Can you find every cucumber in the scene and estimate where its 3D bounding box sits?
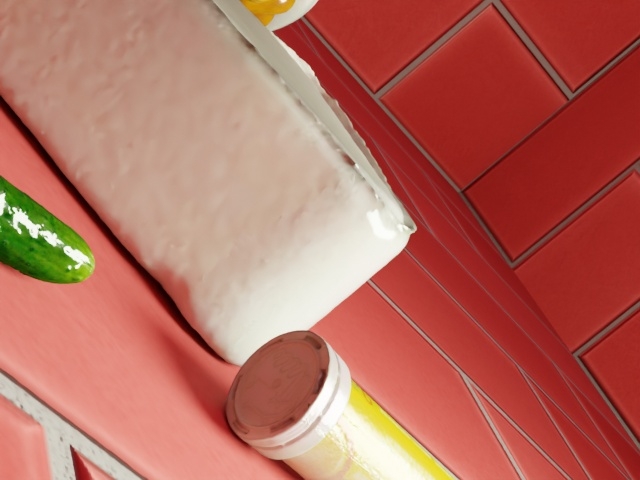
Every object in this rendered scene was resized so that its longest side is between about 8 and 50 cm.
[{"bbox_3d":[-0.161,-0.019,0.679,0.155,0.037,0.037,43,11,-47],"label":"cucumber"}]

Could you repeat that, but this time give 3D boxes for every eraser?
[{"bbox_3d":[-0.074,-0.067,0.970,0.331,0.150,0.331,47,6,-7],"label":"eraser"}]

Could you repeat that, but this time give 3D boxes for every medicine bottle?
[{"bbox_3d":[0.036,0.142,0.884,0.218,0.074,0.074,45,10,-36],"label":"medicine bottle"}]

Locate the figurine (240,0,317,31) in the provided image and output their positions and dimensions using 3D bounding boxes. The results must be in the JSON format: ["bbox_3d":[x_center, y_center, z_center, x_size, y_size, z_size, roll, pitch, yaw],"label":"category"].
[{"bbox_3d":[-0.153,-0.296,1.110,0.381,0.205,0.224,21,-14,-42],"label":"figurine"}]
